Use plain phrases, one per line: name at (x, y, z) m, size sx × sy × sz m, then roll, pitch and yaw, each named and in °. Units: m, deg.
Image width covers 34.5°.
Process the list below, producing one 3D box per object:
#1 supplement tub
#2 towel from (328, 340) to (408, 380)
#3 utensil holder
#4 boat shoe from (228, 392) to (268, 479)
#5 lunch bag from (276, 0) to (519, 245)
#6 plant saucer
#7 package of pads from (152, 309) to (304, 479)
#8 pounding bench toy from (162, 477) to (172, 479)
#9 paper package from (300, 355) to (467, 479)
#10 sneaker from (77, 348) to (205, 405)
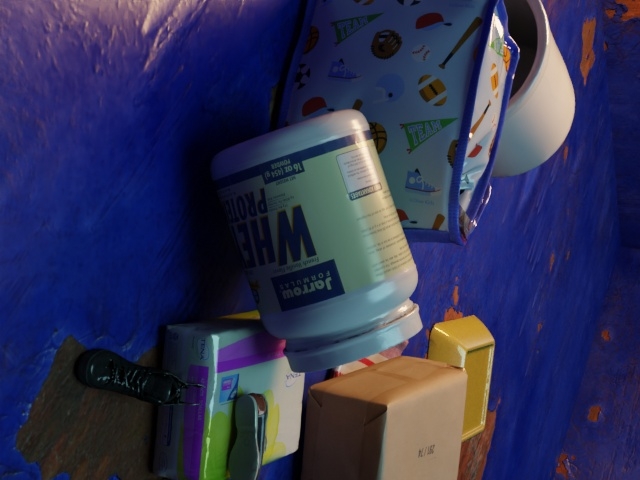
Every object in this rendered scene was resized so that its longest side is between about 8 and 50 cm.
supplement tub at (0.000, 0.000, 1.455) m, size 0.235 × 0.235 × 0.324 m, roll -24°, pitch 96°, yaw -60°
towel at (0.075, 0.310, 1.996) m, size 0.237 × 0.037 × 0.329 m, roll 34°, pitch 68°, yaw -56°
utensil holder at (0.314, -0.314, 2.016) m, size 0.385 × 0.328 × 0.327 m, roll 26°, pitch 73°, yaw -66°
boat shoe at (-0.095, 0.279, 1.425) m, size 0.043 × 0.049 × 0.137 m, roll 7°, pitch 85°, yaw -63°
lunch bag at (0.115, -0.186, 1.637) m, size 0.239 × 0.328 × 0.385 m, roll 45°, pitch 56°, yaw -61°
plant saucer at (0.345, 0.362, 2.530) m, size 0.333 × 0.081 × 0.332 m, roll -1°, pitch 98°, yaw -64°
package of pads at (-0.122, 0.228, 1.520) m, size 0.296 × 0.101 × 0.229 m, roll -4°, pitch 100°, yaw -63°
pounding bench toy at (-0.176, 0.368, 1.471) m, size 0.065 × 0.083 × 0.052 m, roll 3°, pitch 94°, yaw -63°
paper package at (0.122, 0.395, 1.907) m, size 0.325 × 0.168 × 0.309 m, roll -7°, pitch 103°, yaw -56°
sneaker at (-0.226, 0.178, 1.311) m, size 0.170 × 0.089 × 0.051 m, roll 38°, pitch 63°, yaw -61°
